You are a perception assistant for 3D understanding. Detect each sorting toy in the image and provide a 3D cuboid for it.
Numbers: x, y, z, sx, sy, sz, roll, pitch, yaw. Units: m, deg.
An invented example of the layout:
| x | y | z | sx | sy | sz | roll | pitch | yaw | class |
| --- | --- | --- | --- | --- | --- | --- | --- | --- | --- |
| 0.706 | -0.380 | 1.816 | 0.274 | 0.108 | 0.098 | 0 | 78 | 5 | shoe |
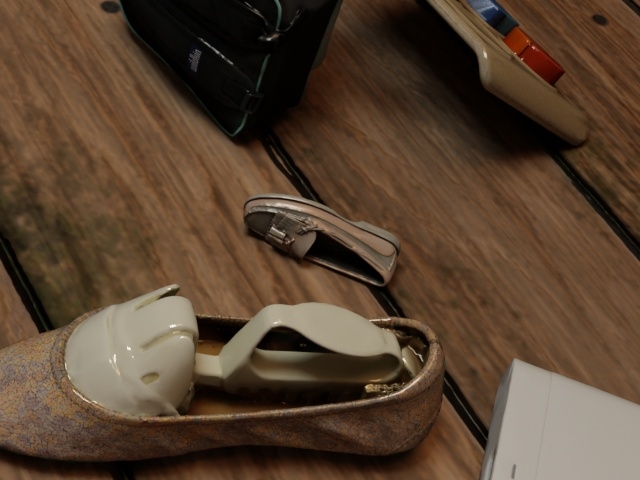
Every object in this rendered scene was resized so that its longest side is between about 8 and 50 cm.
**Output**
| x | y | z | sx | sy | sz | roll | pitch | yaw | class |
| --- | --- | --- | --- | --- | --- | --- | --- | --- | --- |
| 0.117 | -0.208 | 1.050 | 0.307 | 0.041 | 0.229 | 19 | 33 | -54 | sorting toy |

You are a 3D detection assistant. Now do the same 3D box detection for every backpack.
| x | y | z | sx | sy | sz | roll | pitch | yaw | class |
| --- | --- | --- | --- | --- | --- | --- | --- | --- | --- |
| -0.076 | -0.208 | 0.999 | 0.188 | 0.166 | 0.144 | 38 | 50 | 15 | backpack |

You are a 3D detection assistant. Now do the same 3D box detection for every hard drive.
| x | y | z | sx | sy | sz | roll | pitch | yaw | class |
| --- | --- | --- | --- | --- | --- | --- | --- | --- | --- |
| 0.253 | 0.213 | 0.813 | 0.308 | 0.040 | 0.203 | 21 | 45 | 1 | hard drive |

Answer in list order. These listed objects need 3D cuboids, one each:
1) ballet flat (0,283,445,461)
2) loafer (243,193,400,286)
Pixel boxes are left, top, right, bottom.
| x | y | z | sx | sy | sz | roll | pitch | yaw | class |
| --- | --- | --- | --- | --- | --- | --- | --- | --- | --- |
| -0.066 | 0.077 | 0.779 | 0.316 | 0.106 | 0.107 | 1 | 48 | -18 | ballet flat |
| 0.000 | 0.000 | 0.922 | 0.125 | 0.045 | 0.039 | 17 | 52 | -8 | loafer |
